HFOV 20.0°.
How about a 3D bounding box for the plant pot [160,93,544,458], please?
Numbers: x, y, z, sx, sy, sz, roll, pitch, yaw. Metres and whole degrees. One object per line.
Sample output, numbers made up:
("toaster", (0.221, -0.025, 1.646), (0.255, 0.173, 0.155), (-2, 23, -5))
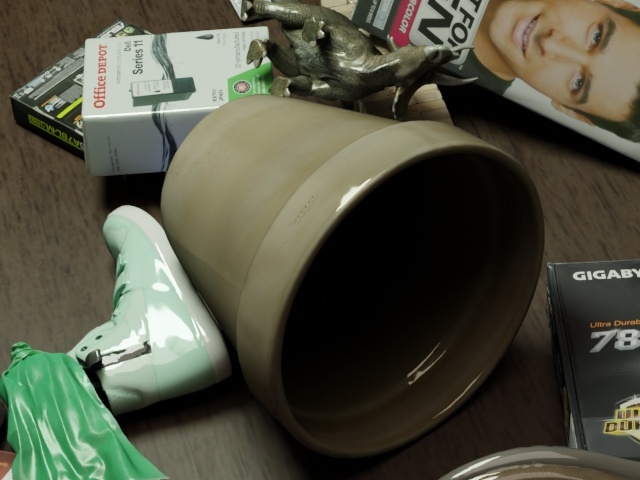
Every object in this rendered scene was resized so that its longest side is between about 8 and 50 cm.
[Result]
("plant pot", (0.000, 0.000, 1.716), (0.323, 0.323, 0.280), (-31, 44, -26))

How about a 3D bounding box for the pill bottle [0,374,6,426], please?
("pill bottle", (-0.393, 0.072, 1.681), (0.152, 0.272, 0.152), (-5, 38, 4))

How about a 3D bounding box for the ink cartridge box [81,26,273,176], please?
("ink cartridge box", (-0.154, -0.153, 1.982), (0.208, 0.087, 0.153), (-5, 42, -2))

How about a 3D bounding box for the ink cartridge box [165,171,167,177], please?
("ink cartridge box", (-0.062, -0.053, 1.962), (0.206, 0.045, 0.208), (-7, 43, -3))

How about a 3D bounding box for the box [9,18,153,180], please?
("box", (-0.228, -0.167, 2.099), (0.184, 0.045, 0.190), (29, 51, 27))

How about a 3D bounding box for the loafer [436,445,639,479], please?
("loafer", (0.253, 0.261, 1.540), (0.366, 0.134, 0.130), (-2, 43, 3))

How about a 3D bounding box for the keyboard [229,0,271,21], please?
("keyboard", (-0.106, -0.356, 2.311), (0.072, 0.014, 0.256), (-16, 45, -12))

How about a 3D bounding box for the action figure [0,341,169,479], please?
("action figure", (-0.242, 0.175, 1.685), (0.137, 0.063, 0.232), (-19, 47, -15))

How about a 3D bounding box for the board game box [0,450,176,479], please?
("board game box", (-0.201, 0.270, 1.645), (0.281, 0.027, 0.145), (7, 43, 12))

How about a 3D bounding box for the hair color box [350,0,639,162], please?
("hair color box", (0.240, -0.253, 1.974), (0.374, 0.185, 0.113), (26, 38, 8))

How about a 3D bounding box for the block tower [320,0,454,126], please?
("block tower", (0.080, -0.148, 2.019), (0.091, 0.097, 0.335), (-12, 45, -7))

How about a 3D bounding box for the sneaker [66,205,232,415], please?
("sneaker", (-0.205, 0.067, 1.812), (0.151, 0.094, 0.256), (-22, 45, -15))

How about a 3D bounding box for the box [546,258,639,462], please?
("box", (0.372, 0.130, 1.711), (0.295, 0.073, 0.293), (-1, 41, 1))

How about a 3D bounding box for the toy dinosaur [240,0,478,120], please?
("toy dinosaur", (0.004, -0.204, 1.949), (0.160, 0.121, 0.313), (10, 14, -42))
